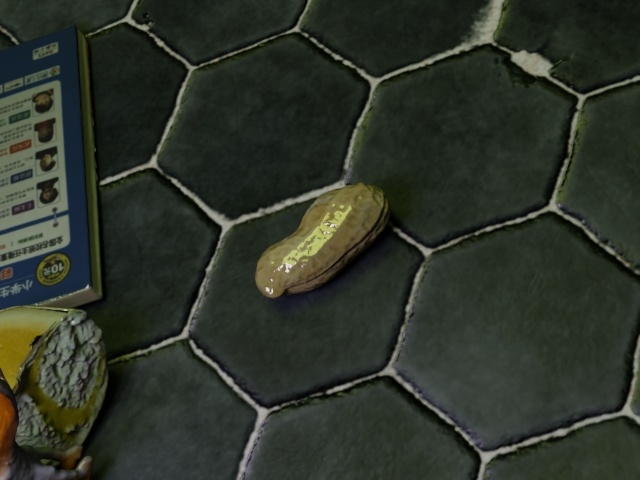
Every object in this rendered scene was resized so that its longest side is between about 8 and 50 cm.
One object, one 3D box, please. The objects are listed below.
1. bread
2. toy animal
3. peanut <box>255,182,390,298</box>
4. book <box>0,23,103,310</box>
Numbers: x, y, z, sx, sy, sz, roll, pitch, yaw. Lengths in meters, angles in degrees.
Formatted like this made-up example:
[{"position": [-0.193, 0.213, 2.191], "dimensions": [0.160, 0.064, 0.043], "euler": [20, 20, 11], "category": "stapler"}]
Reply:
[{"position": [-0.347, 0.167, 1.643], "dimensions": [0.261, 0.158, 0.156], "euler": [-24, 43, 7], "category": "bread"}, {"position": [-0.341, 0.206, 1.502], "dimensions": [0.284, 0.302, 0.225], "euler": [-52, 53, 20], "category": "toy animal"}, {"position": [0.000, 0.000, 1.643], "dimensions": [0.174, 0.080, 0.080], "euler": [-39, 53, -2], "category": "peanut"}, {"position": [-0.423, -0.065, 1.879], "dimensions": [0.300, 0.039, 0.428], "euler": [-17, 55, 12], "category": "book"}]
